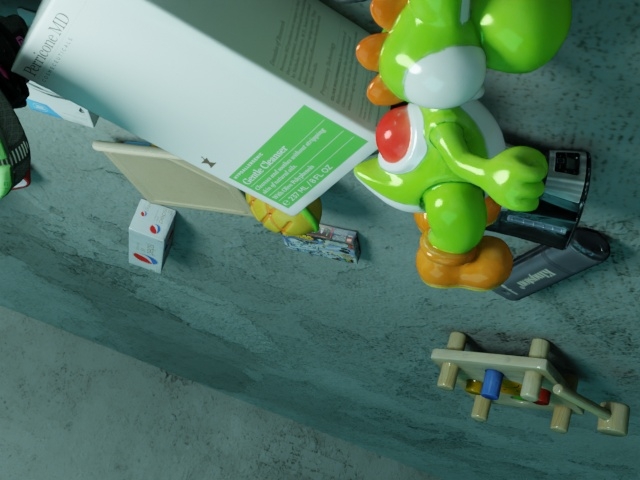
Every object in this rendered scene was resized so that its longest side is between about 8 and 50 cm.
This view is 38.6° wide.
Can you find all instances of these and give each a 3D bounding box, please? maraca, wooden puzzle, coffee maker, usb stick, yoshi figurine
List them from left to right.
[{"bbox_3d":[-0.231,-0.108,1.528,0.221,0.044,0.238,8,161,22],"label":"wooden puzzle"},{"bbox_3d":[-0.071,-0.073,1.414,0.186,0.099,0.127,36,166,28],"label":"maraca"},{"bbox_3d":[0.165,-0.130,0.910,0.204,0.203,0.362,27,143,35],"label":"yoshi figurine"},{"bbox_3d":[0.240,-0.060,1.171,0.178,0.120,0.171,14,160,4],"label":"coffee maker"},{"bbox_3d":[0.348,0.041,1.426,0.077,0.045,0.278,21,159,-11],"label":"usb stick"}]

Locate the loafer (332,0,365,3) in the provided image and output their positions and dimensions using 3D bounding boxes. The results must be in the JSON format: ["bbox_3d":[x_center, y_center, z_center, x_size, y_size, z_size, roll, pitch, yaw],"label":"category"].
[{"bbox_3d":[-0.024,-0.284,0.907,0.170,0.062,0.061,31,160,-28],"label":"loafer"}]

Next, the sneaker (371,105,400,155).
[{"bbox_3d":[0.029,-0.151,1.180,0.188,0.066,0.071,-4,145,40],"label":"sneaker"}]

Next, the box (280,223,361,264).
[{"bbox_3d":[0.000,0.000,1.620,0.137,0.027,0.094,13,159,12],"label":"box"}]

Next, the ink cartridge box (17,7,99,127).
[{"bbox_3d":[-0.370,-0.238,1.283,0.104,0.060,0.180,17,159,3],"label":"ink cartridge box"}]

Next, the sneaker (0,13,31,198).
[{"bbox_3d":[-0.416,-0.209,1.051,0.202,0.185,0.483,-10,-142,-31],"label":"sneaker"}]

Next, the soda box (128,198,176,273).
[{"bbox_3d":[-0.335,-0.005,1.812,0.074,0.069,0.216,20,158,-4],"label":"soda box"}]

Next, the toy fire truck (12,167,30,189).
[{"bbox_3d":[-0.691,-0.160,1.630,0.254,0.169,0.302,-11,154,5],"label":"toy fire truck"}]

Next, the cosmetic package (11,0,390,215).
[{"bbox_3d":[-0.119,-0.200,1.010,0.366,0.155,0.197,25,142,-23],"label":"cosmetic package"}]

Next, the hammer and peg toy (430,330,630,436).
[{"bbox_3d":[0.430,0.288,1.856,0.361,0.127,0.266,1,151,37],"label":"hammer and peg toy"}]
